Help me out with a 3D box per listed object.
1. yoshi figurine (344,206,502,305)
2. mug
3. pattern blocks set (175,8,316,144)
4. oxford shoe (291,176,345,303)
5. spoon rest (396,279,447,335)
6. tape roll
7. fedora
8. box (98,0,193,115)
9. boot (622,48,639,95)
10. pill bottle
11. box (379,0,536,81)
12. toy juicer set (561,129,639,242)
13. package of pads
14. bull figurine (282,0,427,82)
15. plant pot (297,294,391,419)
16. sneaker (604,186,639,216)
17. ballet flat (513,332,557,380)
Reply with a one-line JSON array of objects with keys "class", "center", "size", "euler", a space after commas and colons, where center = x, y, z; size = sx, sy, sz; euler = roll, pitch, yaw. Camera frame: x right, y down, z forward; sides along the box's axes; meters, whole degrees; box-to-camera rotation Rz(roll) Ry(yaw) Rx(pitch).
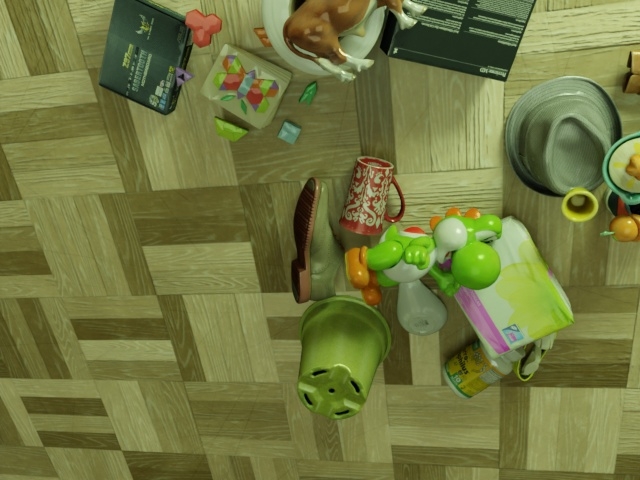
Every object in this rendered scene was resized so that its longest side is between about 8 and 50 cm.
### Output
[{"class": "yoshi figurine", "center": [0.254, 0.061, 1.233], "size": [0.362, 0.203, 0.203], "euler": [-20, 103, 13]}, {"class": "mug", "center": [0.129, -0.114, 1.321], "size": [0.113, 0.150, 0.169], "euler": [36, 124, 44]}, {"class": "pattern blocks set", "center": [-0.175, -0.363, 1.253], "size": [0.325, 0.026, 0.285], "euler": [15, 120, -9]}, {"class": "oxford shoe", "center": [0.000, 0.000, 1.404], "size": [0.130, 0.123, 0.348], "euler": [-2, 118, -17]}, {"class": "spoon rest", "center": [0.252, 0.156, 1.443], "size": [0.137, 0.084, 0.276], "euler": [-17, 125, 20]}, {"class": "tape roll", "center": [0.016, -0.480, 1.108], "size": [0.246, 0.169, 0.246], "euler": [5, 117, 10]}, {"class": "fedora", "center": [0.538, -0.206, 1.166], "size": [0.243, 0.124, 0.275], "euler": [-11, 114, 16]}, {"class": "box", "center": [-0.411, -0.442, 1.273], "size": [0.183, 0.059, 0.233], "euler": [26, 117, -2]}, {"class": "boot", "center": [0.705, -0.383, 1.076], "size": [0.152, 0.073, 0.197], "euler": [5, 115, 13]}, {"class": "pill bottle", "center": [0.444, 0.332, 1.459], "size": [0.117, 0.117, 0.208], "euler": [41, 117, -10]}, {"class": "box", "center": [0.273, -0.444, 1.080], "size": [0.261, 0.103, 0.184], "euler": [9, 116, -10]}, {"class": "toy juicer set", "center": [0.657, -0.126, 1.046], "size": [0.209, 0.089, 0.329], "euler": [37, 120, 5]}, {"class": "package of pads", "center": [0.452, 0.112, 1.316], "size": [0.229, 0.101, 0.296], "euler": [-32, 89, 23]}, {"class": "bull figurine", "center": [0.076, -0.434, 0.965], "size": [0.310, 0.101, 0.188], "euler": [-39, 106, 24]}, {"class": "plant pot", "center": [0.050, 0.332, 1.461], "size": [0.276, 0.254, 0.276], "euler": [4, 117, 9]}, {"class": "sneaker", "center": [0.770, -0.163, 1.128], "size": [0.131, 0.148, 0.350], "euler": [30, 118, -5]}, {"class": "ballet flat", "center": [0.580, 0.282, 1.429], "size": [0.077, 0.077, 0.231], "euler": [18, 118, 3]}]
